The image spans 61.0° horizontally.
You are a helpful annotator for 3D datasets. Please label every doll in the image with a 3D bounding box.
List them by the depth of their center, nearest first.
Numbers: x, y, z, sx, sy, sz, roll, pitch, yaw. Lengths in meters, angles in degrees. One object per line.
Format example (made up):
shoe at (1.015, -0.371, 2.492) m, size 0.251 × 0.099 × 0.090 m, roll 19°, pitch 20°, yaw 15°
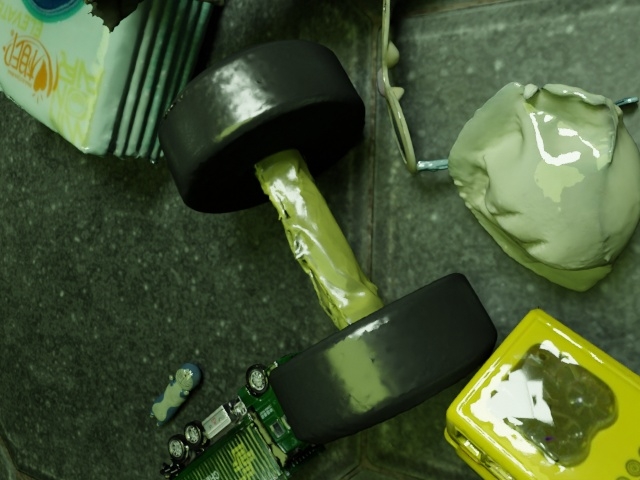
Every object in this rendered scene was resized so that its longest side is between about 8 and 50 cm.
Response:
doll at (-0.203, 0.215, 0.755) m, size 0.037 × 0.027 × 0.125 m, roll 44°, pitch 114°, yaw 13°

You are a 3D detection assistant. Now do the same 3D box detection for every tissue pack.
tissue pack at (-0.267, -0.330, 0.679) m, size 0.287 × 0.162 × 0.388 m, roll 31°, pitch 108°, yaw 29°

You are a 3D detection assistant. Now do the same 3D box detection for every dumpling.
dumpling at (0.181, -0.040, 0.454) m, size 0.155 × 0.111 × 0.181 m, roll 18°, pitch 115°, yaw 34°

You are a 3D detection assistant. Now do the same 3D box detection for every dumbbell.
dumbbell at (0.000, 0.000, 0.515) m, size 0.203 × 0.203 × 0.322 m, roll -34°, pitch 77°, yaw 28°

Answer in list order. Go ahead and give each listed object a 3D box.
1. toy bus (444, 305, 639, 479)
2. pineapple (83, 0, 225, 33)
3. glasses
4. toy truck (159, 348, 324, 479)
toy bus at (0.250, 0.197, 0.370) m, size 0.330 × 0.152 × 0.144 m, roll 39°, pitch 80°, yaw 30°
pineapple at (-0.054, -0.302, 0.499) m, size 0.361 × 0.175 × 0.175 m, roll -11°, pitch 87°, yaw 10°
glasses at (0.147, -0.166, 0.481) m, size 0.220 × 0.088 × 0.190 m, roll -7°, pitch 89°, yaw 31°
toy truck at (-0.087, 0.242, 0.653) m, size 0.259 × 0.088 × 0.121 m, roll -44°, pitch 70°, yaw 27°
